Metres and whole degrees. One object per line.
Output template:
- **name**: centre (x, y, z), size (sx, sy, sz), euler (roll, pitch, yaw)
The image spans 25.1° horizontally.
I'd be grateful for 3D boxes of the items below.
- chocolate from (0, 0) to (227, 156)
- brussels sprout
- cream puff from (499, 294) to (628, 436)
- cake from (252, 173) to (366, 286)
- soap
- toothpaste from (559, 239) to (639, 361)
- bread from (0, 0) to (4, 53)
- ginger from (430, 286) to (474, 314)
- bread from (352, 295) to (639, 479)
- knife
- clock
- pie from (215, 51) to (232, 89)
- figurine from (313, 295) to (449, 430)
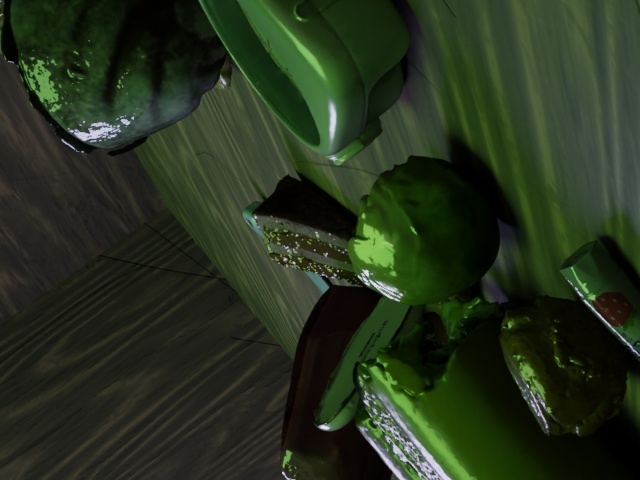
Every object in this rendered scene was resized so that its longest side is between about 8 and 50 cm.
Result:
- **chocolate**: centre (-0.226, -0.270, 1.827), size (0.303, 0.213, 0.303), euler (28, -124, -51)
- **brussels sprout**: centre (0.110, -0.003, 1.400), size (0.122, 0.149, 0.151), euler (29, -162, 34)
- **cream puff**: centre (0.228, 0.113, 1.328), size (0.144, 0.103, 0.126), euler (65, 179, -50)
- **cake**: centre (0.000, 0.000, 2.134), size (0.295, 0.113, 0.116), euler (30, 157, 56)
- **soap**: centre (0.042, 0.228, 2.076), size (0.220, 0.127, 0.325), euler (52, -139, -56)
- **toothpaste**: centre (0.274, 0.086, 1.196), size (0.194, 0.043, 0.067), euler (49, 170, -5)
- **bread**: centre (-0.476, -0.401, 2.047), size (0.238, 0.196, 0.252), euler (-29, 85, 38)
- **ginger**: centre (0.128, 0.016, 1.625), size (0.089, 0.075, 0.288), euler (54, 177, 33)
- **bread**: centre (0.210, 0.238, 1.552), size (0.377, 0.208, 0.251), euler (53, 164, 3)
- **knife**: centre (-0.022, 0.054, 2.671), size (0.331, 0.044, 0.080), euler (47, 163, 7)
- **clock**: centre (-0.023, -0.209, 1.410), size (0.265, 0.108, 0.324), euler (50, 171, 15)
- **pie**: centre (-0.179, -0.298, 2.069), size (0.185, 0.052, 0.218), euler (54, 171, 1)
- **figurine**: centre (0.113, 0.167, 1.831), size (0.141, 0.250, 0.166), euler (36, 171, -12)
